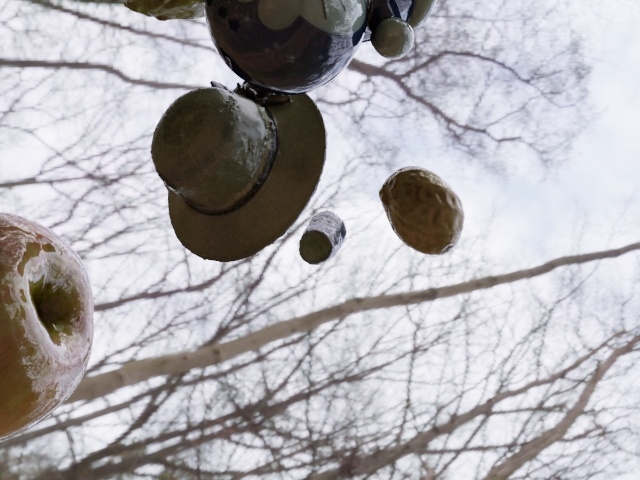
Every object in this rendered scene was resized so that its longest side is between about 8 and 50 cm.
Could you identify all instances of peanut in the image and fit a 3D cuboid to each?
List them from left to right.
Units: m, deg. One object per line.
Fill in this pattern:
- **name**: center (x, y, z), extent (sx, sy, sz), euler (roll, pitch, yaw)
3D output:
- **peanut**: center (0.165, -0.052, 1.592), extent (0.159, 0.109, 0.141), euler (35, -55, 32)

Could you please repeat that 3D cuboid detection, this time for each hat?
- **hat**: center (-0.130, -0.112, 1.184), extent (0.257, 0.130, 0.257), euler (-15, -118, 29)

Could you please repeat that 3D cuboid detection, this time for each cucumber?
- **cucumber**: center (0.001, -0.001, 1.425), extent (0.064, 0.112, 0.064), euler (5, -70, 13)

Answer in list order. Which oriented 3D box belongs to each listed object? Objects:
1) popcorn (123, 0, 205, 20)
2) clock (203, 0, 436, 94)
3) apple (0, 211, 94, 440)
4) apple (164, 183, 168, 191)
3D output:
- **popcorn**: center (-0.199, -0.400, 1.336), extent (0.204, 0.221, 0.184), euler (49, -30, 46)
- **clock**: center (0.003, -0.233, 0.932), extent (0.199, 0.243, 0.146), euler (44, -39, 20)
- **apple**: center (-0.587, 0.155, 1.641), extent (0.346, 0.391, 0.391), euler (-16, -93, 17)
- **apple**: center (-0.199, -0.148, 1.730), extent (0.199, 0.199, 0.199), euler (11, -74, 42)
